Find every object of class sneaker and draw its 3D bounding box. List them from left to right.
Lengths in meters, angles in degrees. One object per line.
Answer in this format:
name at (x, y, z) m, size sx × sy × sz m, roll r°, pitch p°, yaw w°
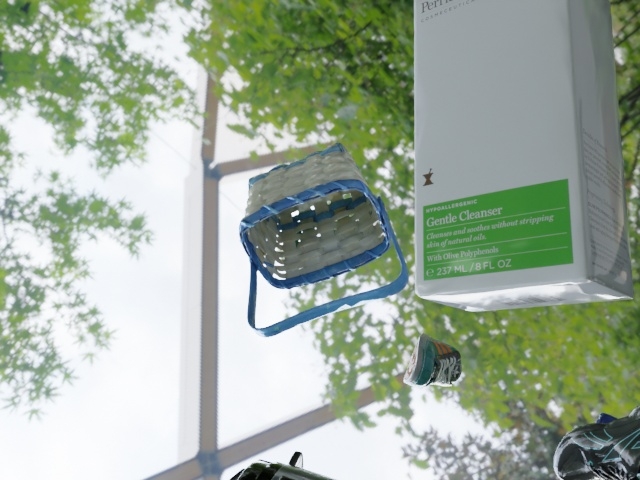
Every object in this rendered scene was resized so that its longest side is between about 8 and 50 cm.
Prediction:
sneaker at (0.271, 0.284, 1.621) m, size 0.121 × 0.108 × 0.302 m, roll 21°, pitch -173°, yaw 12°
sneaker at (0.472, 0.337, 1.099) m, size 0.101 × 0.267 × 0.106 m, roll 28°, pitch -137°, yaw -15°

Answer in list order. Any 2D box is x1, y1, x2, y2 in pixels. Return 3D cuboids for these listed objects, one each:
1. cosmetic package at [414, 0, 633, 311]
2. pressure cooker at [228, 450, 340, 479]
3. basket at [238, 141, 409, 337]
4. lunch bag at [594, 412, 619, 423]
cosmetic package at (0.223, -0.113, 0.793) m, size 0.155 × 0.197 × 0.365 m, roll 17°, pitch -112°, yaw -48°
pressure cooker at (-0.052, 0.610, 1.271) m, size 0.420 × 0.375 × 0.370 m, roll 13°, pitch -179°, yaw 15°
basket at (0.000, 0.000, 1.115) m, size 0.289 × 0.255 × 0.201 m, roll -94°, pitch -19°, yaw -45°
lunch bag at (0.530, 0.361, 1.243) m, size 0.065 × 0.098 × 0.067 m, roll -50°, pitch -55°, yaw -18°
